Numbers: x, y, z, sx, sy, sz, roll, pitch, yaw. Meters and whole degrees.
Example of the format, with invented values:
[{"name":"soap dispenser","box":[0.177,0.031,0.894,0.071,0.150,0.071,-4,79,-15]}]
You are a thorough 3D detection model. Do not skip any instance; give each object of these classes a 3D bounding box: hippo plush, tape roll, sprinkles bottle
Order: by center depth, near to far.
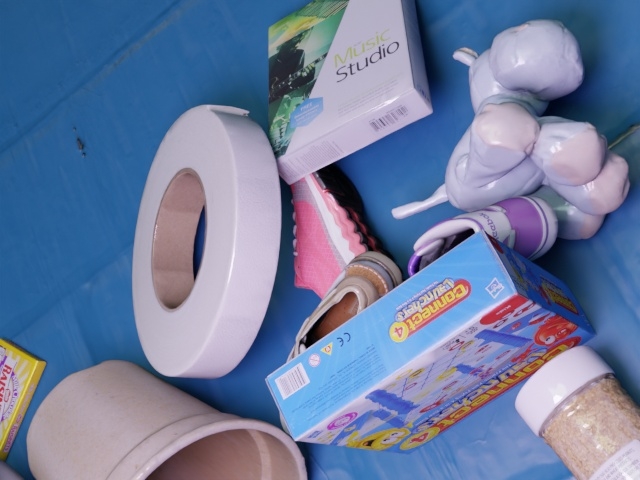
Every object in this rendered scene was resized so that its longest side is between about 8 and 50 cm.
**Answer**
[{"name":"sprinkles bottle","box":[0.374,0.285,1.221,0.121,0.121,0.355,-45,60,13]},{"name":"hippo plush","box":[0.273,-0.143,1.384,0.294,0.234,0.237,133,156,-61]},{"name":"tape roll","box":[-0.172,0.002,1.541,0.392,0.072,0.392,-22,65,58]}]

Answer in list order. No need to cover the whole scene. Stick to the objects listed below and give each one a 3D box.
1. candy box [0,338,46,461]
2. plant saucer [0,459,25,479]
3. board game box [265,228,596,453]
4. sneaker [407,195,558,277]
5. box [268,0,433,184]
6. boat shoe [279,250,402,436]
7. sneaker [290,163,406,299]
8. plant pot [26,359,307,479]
[{"name":"candy box","box":[-0.543,0.279,1.818,0.105,0.027,0.206,22,88,30]},{"name":"plant saucer","box":[-0.430,0.476,1.584,0.400,0.100,0.400,32,132,45]},{"name":"board game box","box":[0.142,0.138,1.291,0.308,0.302,0.086,-36,62,18]},{"name":"sneaker","box":[0.150,0.033,1.340,0.102,0.161,0.282,64,146,19]},{"name":"box","box":[0.032,-0.249,1.536,0.232,0.058,0.322,-26,40,21]},{"name":"boat shoe","box":[0.006,0.154,1.426,0.113,0.103,0.302,28,118,14]},{"name":"sneaker","box":[0.000,0.000,1.523,0.136,0.116,0.314,-38,61,18]},{"name":"plant pot","box":[-0.242,0.326,1.481,0.305,0.334,0.334,30,93,43]}]
